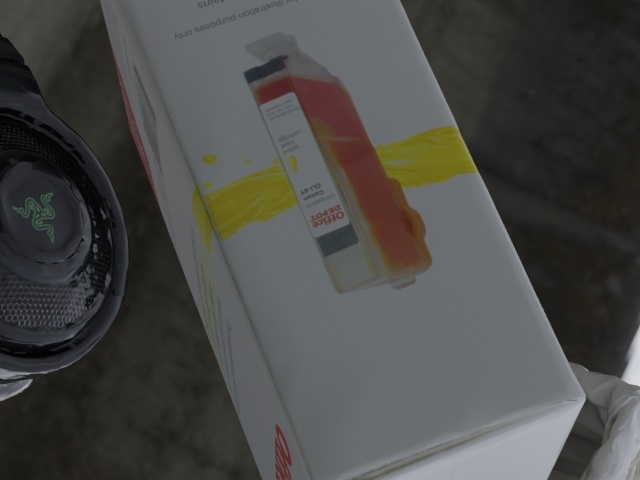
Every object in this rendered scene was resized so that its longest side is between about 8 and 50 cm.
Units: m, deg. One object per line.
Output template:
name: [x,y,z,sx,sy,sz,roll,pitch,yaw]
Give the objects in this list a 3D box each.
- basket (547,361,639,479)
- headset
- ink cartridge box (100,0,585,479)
basket: [0.155,0.284,1.580,0.328,0.266,0.331,13,-108,47]
headset: [-0.168,0.050,0.863,0.243,0.185,0.394,-51,-125,30]
ink cartridge box: [0.000,0.000,1.106,0.279,0.160,0.384,91,-21,-66]
